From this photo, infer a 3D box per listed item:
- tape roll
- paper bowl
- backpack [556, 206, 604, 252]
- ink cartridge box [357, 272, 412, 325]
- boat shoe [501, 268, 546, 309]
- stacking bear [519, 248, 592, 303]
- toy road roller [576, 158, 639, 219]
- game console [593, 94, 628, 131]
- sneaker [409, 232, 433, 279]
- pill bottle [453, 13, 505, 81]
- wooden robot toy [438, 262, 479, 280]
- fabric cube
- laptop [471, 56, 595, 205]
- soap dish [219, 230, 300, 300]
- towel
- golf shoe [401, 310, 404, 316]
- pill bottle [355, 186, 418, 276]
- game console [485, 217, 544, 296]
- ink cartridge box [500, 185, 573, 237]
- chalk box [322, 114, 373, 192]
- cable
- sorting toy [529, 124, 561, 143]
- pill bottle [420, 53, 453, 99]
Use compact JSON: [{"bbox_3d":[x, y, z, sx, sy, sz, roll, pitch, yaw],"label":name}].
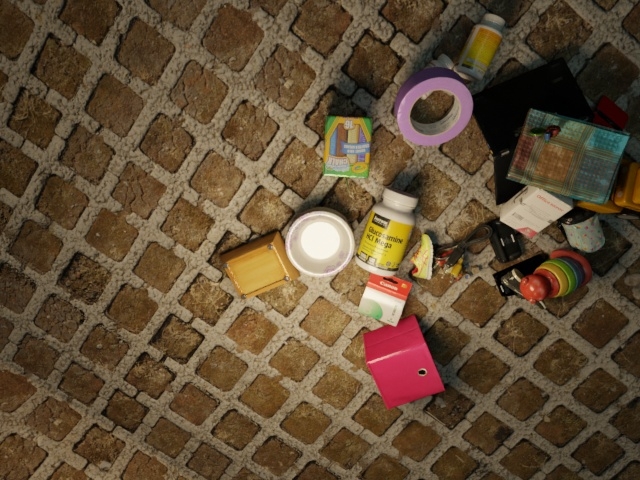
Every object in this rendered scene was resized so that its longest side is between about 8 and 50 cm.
[{"bbox_3d":[0.420,-0.496,1.585,0.274,0.090,0.275,0,134,0],"label":"tape roll"},{"bbox_3d":[0.000,0.000,1.770,0.284,0.148,0.285,0,105,2],"label":"paper bowl"},{"bbox_3d":[1.075,-0.038,1.737,0.151,0.115,0.182,-24,106,6],"label":"backpack"},{"bbox_3d":[0.270,0.246,1.797,0.180,0.056,0.225,20,130,11],"label":"ink cartridge box"},{"bbox_3d":[0.867,0.215,1.797,0.233,0.084,0.079,40,121,-12],"label":"boat shoe"},{"bbox_3d":[0.920,0.159,1.696,0.288,0.164,0.176,-19,92,-22],"label":"stacking bear"},{"bbox_3d":[1.162,-0.207,1.585,0.329,0.240,0.203,13,87,-11],"label":"toy road roller"},{"bbox_3d":[1.114,-0.471,1.668,0.144,0.085,0.124,35,135,-7],"label":"game console"},{"bbox_3d":[0.431,0.069,1.809,0.094,0.081,0.209,1,105,7],"label":"sneaker"},{"bbox_3d":[0.592,-0.712,1.567,0.117,0.117,0.215,23,105,-4],"label":"pill bottle"},{"bbox_3d":[0.600,0.146,1.823,0.173,0.079,0.076,1,105,2],"label":"wooden robot toy"},{"bbox_3d":[0.354,0.523,1.844,0.258,0.259,0.254,-22,105,8],"label":"fabric cube"},{"bbox_3d":[0.816,-0.413,1.666,0.381,0.236,0.408,-22,80,5],"label":"laptop"},{"bbox_3d":[-0.265,0.120,1.829,0.290,0.118,0.229,-23,103,9],"label":"soap dish"},{"bbox_3d":[0.894,-0.302,1.529,0.369,0.040,0.272,16,97,1],"label":"towel"},{"bbox_3d":[0.293,0.279,1.886,0.186,0.067,0.086,43,128,-8],"label":"golf shoe"},{"bbox_3d":[0.276,-0.038,1.728,0.187,0.188,0.334,17,105,-2],"label":"pill bottle"},{"bbox_3d":[0.826,0.064,1.813,0.213,0.044,0.362,-25,104,7],"label":"game console"},{"bbox_3d":[0.850,-0.132,1.677,0.158,0.092,0.218,28,143,-6],"label":"ink cartridge box"},{"bbox_3d":[0.101,-0.336,1.657,0.179,0.180,0.289,4,104,1],"label":"chalk box"},{"bbox_3d":[0.591,0.034,1.793,0.287,0.072,0.139,-47,64,-1],"label":"cable"},{"bbox_3d":[0.792,-0.371,1.492,0.101,0.061,0.042,-8,131,13],"label":"sorting toy"},{"bbox_3d":[0.425,-0.625,1.613,0.087,0.087,0.160,44,103,-9],"label":"pill bottle"}]
